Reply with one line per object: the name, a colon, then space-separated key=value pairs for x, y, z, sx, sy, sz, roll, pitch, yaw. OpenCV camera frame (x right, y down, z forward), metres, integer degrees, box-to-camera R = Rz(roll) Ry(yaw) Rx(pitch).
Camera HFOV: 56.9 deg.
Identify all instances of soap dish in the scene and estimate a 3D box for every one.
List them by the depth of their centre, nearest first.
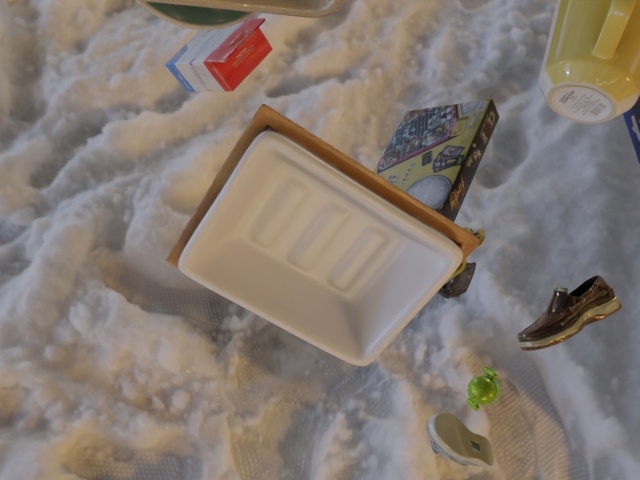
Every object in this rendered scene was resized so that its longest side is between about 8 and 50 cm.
soap dish: x=0.000 y=0.000 z=0.704 sx=0.291 sy=0.229 sz=0.118 roll=30 pitch=26 yaw=-15

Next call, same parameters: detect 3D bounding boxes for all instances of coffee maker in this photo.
coffee maker: x=0.303 y=0.068 z=1.583 sx=0.178 sy=0.171 sz=0.120 roll=25 pitch=86 yaw=31

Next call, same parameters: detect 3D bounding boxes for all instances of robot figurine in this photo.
robot figurine: x=0.388 y=0.354 z=1.396 sx=0.067 sy=0.115 sz=0.101 roll=32 pitch=96 yaw=31

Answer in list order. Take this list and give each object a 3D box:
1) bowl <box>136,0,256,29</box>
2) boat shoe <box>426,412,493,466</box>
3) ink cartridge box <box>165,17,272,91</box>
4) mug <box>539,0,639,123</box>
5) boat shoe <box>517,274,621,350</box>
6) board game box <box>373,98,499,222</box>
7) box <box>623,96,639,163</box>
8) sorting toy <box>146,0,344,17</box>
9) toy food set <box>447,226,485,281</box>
bowl: x=-0.191 y=-0.458 z=0.801 sx=0.312 sy=0.311 sz=0.163 roll=-35 pitch=42 yaw=-21
boat shoe: x=0.268 y=0.416 z=1.201 sx=0.081 sy=0.227 sz=0.079 roll=-25 pitch=44 yaw=32
ink cartridge box: x=-0.195 y=-0.369 z=1.186 sx=0.231 sy=0.078 sz=0.134 roll=17 pitch=62 yaw=47
mug: x=0.139 y=-0.100 z=0.299 sx=0.062 sy=0.078 sz=0.064 roll=12 pitch=71 yaw=48
boat shoe: x=0.502 y=0.144 z=1.226 sx=0.258 sy=0.095 sz=0.095 roll=-20 pitch=85 yaw=-24
board game box: x=0.173 y=-0.126 z=0.959 sx=0.165 sy=0.042 sz=0.243 roll=2 pitch=52 yaw=41
box: x=0.538 y=-0.173 z=0.852 sx=0.037 sy=0.225 sz=0.136 roll=-30 pitch=102 yaw=-22
sorting toy: x=-0.081 y=-0.247 z=0.364 sx=0.209 sy=0.038 sz=0.192 roll=4 pitch=97 yaw=-3
toy food set: x=0.299 y=0.032 z=1.402 sx=0.071 sy=0.218 sz=0.128 roll=33 pitch=54 yaw=-3
